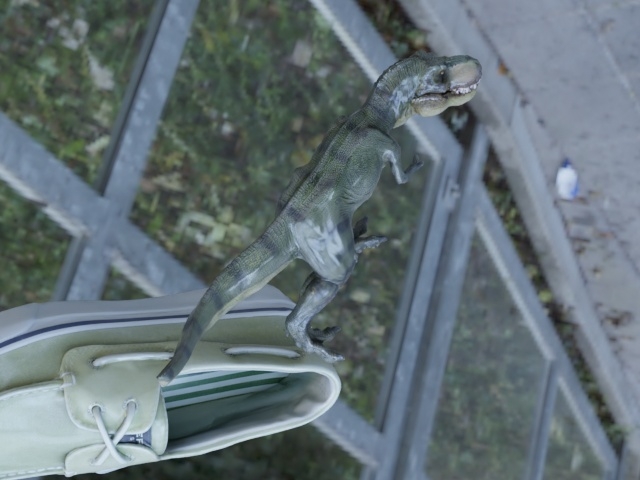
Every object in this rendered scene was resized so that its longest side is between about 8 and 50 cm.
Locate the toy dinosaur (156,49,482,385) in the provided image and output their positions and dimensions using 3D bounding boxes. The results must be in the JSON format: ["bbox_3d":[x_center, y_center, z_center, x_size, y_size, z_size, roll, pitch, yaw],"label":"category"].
[{"bbox_3d":[0.000,0.000,0.752,0.064,0.268,0.118,28,157,28],"label":"toy dinosaur"}]

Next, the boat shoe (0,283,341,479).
[{"bbox_3d":[-0.126,0.095,0.816,0.094,0.302,0.109,40,135,47],"label":"boat shoe"}]
